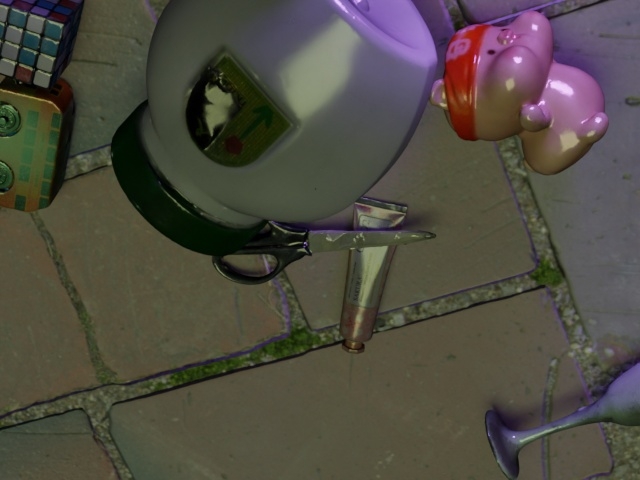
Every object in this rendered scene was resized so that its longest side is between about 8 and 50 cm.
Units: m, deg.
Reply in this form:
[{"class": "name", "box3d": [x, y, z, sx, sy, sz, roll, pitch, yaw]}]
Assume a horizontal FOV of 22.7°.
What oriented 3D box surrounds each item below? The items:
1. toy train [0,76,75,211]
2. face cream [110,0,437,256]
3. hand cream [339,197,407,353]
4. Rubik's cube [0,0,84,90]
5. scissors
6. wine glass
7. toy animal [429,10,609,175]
[{"class": "toy train", "box3d": [-0.365, -0.125, 1.980, 0.099, 0.072, 0.188, 16, 119, 1]}, {"class": "face cream", "box3d": [-0.056, -0.166, 1.820, 0.312, 0.219, 0.357, 47, 121, 2]}, {"class": "hand cream", "box3d": [0.060, 0.047, 2.028, 0.067, 0.043, 0.209, 12, 113, 7]}, {"class": "Rubik's cube", "box3d": [-0.344, -0.248, 1.899, 0.092, 0.092, 0.092, 18, 119, -1]}, {"class": "scissors", "box3d": [0.000, 0.000, 2.002, 0.300, 0.022, 0.109, -4, 113, 17]}, {"class": "wine glass", "box3d": [0.343, 0.219, 1.956, 0.310, 0.264, 0.096, -22, 87, 19]}, {"class": "toy animal", "box3d": [0.226, -0.169, 1.821, 0.198, 0.171, 0.171, 30, 118, -6]}]
